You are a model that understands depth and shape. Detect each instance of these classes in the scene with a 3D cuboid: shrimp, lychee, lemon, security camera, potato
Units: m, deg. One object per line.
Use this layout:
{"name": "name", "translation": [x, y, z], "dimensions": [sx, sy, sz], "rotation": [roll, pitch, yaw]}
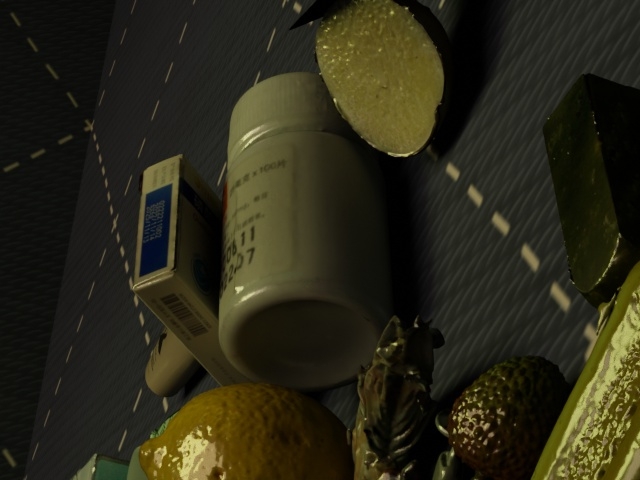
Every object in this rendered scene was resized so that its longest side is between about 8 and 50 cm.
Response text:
{"name": "shrimp", "translation": [0.072, 0.220, 1.566], "dimensions": [0.247, 0.085, 0.360], "rotation": [-89, 6, -52]}
{"name": "lychee", "translation": [0.169, 0.170, 1.381], "dimensions": [0.146, 0.114, 0.114], "rotation": [-57, 16, -12]}
{"name": "lemon", "translation": [-0.077, 0.272, 1.770], "dimensions": [0.228, 0.253, 0.228], "rotation": [13, -90, -79]}
{"name": "security camera", "translation": [0.133, 0.220, 1.550], "dimensions": [0.058, 0.058, 0.092], "rotation": [-112, 29, -61]}
{"name": "potato", "translation": [0.101, -0.213, 1.855], "dimensions": [0.117, 0.202, 0.182], "rotation": [-30, -10, -47]}

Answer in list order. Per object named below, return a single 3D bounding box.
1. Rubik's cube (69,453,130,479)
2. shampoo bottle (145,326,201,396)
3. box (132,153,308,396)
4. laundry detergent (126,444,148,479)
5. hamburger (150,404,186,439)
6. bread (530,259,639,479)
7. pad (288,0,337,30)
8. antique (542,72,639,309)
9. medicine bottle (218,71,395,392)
{"name": "Rubik's cube", "translation": [-0.280, 0.452, 2.272], "dimensions": [0.207, 0.205, 0.205], "rotation": [135, 146, -57]}
{"name": "shampoo bottle", "translation": [-0.211, 0.153, 2.517], "dimensions": [0.127, 0.078, 0.257], "rotation": [-91, 26, -42]}
{"name": "box", "translation": [-0.119, 0.074, 1.973], "dimensions": [0.065, 0.343, 0.200], "rotation": [-19, 45, 19]}
{"name": "laundry detergent", "translation": [-0.139, 0.455, 1.940], "dimensions": [0.264, 0.124, 0.398], "rotation": [-6, 74, 34]}
{"name": "hamburger", "translation": [-0.151, 0.333, 2.135], "dimensions": [0.235, 0.125, 0.214], "rotation": [-28, 58, 36]}
{"name": "bread", "translation": [0.233, 0.195, 1.169], "dimensions": [0.384, 0.112, 0.166], "rotation": [-68, 22, 13]}
{"name": "pad", "translation": [0.093, -0.324, 1.848], "dimensions": [0.009, 0.265, 0.159], "rotation": [62, 151, 3]}
{"name": "antique", "translation": [0.257, -0.036, 1.349], "dimensions": [0.081, 0.080, 0.221], "rotation": [123, 153, -44]}
{"name": "medicine bottle", "translation": [-0.020, -0.016, 1.910], "dimensions": [0.371, 0.211, 0.211], "rotation": [-92, 26, -42]}
